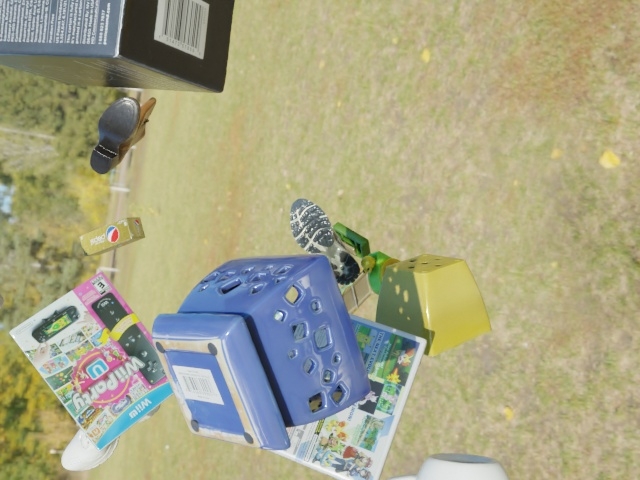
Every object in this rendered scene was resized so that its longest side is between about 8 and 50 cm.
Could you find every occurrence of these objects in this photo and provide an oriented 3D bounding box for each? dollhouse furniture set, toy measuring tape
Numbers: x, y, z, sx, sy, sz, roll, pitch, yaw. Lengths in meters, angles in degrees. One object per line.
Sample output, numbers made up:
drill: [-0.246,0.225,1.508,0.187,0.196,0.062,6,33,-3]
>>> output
dollhouse furniture set: [0.074,0.122,2.472,0.151,0.198,0.301,29,148,34]
toy measuring tape: [0.245,0.135,2.022,0.121,0.330,0.121,-37,38,37]

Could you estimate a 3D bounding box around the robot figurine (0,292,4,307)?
robot figurine: [-0.863,0.072,1.561,0.199,0.300,0.353,-47,52,6]

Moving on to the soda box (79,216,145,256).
soda box: [-0.573,-0.009,1.878,0.182,0.058,0.061,-18,85,27]

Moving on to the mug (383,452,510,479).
mug: [0.281,0.670,1.586,0.276,0.375,0.327,37,-125,-73]

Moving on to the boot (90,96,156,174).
boot: [-0.524,-0.339,1.941,0.264,0.096,0.280,-61,2,35]

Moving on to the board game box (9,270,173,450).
board game box: [-0.465,0.252,1.444,0.303,0.224,0.097,53,155,0]

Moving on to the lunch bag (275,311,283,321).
lunch bag: [-0.209,0.238,2.096,0.176,0.219,0.090,44,166,21]

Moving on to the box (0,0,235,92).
box: [-0.401,-0.399,1.213,0.294,0.396,0.211,-1,-82,-66]

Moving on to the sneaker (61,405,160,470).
sneaker: [-0.524,0.437,1.637,0.297,0.129,0.111,-46,61,5]

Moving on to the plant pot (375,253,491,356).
plant pot: [0.266,0.143,1.676,0.212,0.212,0.187,10,111,54]

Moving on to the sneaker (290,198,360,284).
sneaker: [0.000,0.000,1.932,0.283,0.110,0.122,57,-178,-17]

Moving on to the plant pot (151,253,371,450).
plant pot: [-0.099,0.167,1.012,0.236,0.212,0.235,-5,110,44]

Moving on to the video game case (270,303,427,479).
video game case: [0.028,0.310,1.424,0.036,0.300,0.328,74,-144,-64]
